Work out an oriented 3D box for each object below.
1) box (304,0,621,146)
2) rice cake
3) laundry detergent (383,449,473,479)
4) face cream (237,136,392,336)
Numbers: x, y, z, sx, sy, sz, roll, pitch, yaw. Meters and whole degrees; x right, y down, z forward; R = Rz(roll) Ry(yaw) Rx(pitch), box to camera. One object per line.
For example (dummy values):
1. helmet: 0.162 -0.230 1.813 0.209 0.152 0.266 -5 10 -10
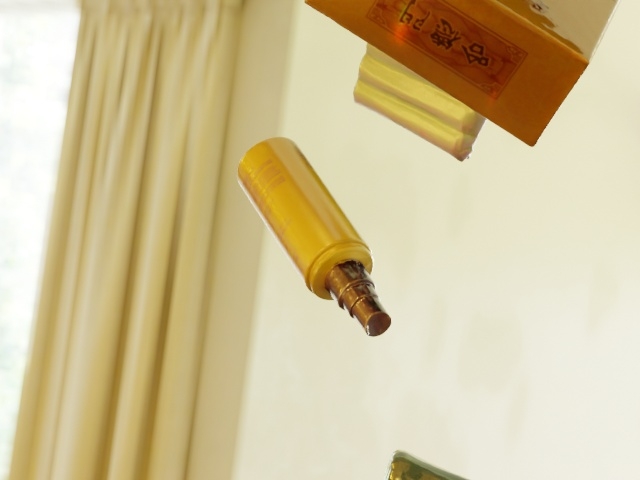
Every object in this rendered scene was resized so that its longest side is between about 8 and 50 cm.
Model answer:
1. box: 0.177 -0.285 1.786 0.264 0.116 0.415 31 34 0
2. rice cake: 0.129 -0.202 2.076 0.037 0.189 0.198 -7 35 -45
3. laundry detergent: 0.218 0.361 2.335 0.290 0.094 0.143 18 -23 0
4. face cream: 0.000 0.000 1.861 0.078 0.078 0.273 11 32 -39
